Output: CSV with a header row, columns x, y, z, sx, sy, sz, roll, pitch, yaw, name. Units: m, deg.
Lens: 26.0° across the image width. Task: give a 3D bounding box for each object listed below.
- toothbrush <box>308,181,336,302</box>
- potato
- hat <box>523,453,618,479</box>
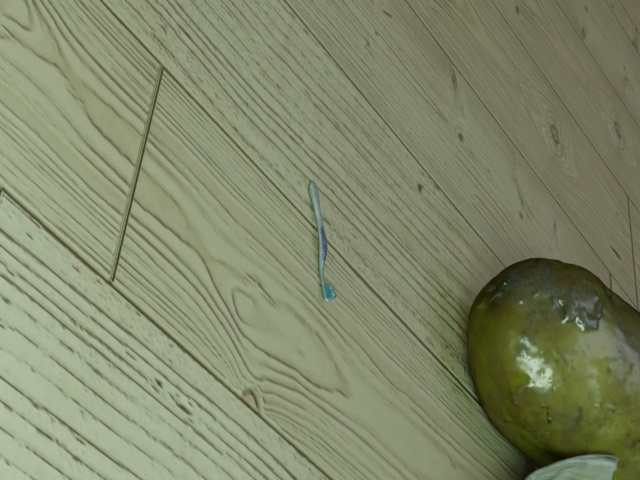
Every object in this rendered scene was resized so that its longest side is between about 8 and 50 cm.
x,y,z,sx,sy,sz,roll,pitch,yaw,name
0.000,0.000,1.342,0.011,0.013,0.131,36,39,-54,toothbrush
0.273,0.139,1.540,0.266,0.229,0.229,46,35,-33,potato
0.247,0.353,1.473,0.226,0.164,0.219,99,8,-56,hat
